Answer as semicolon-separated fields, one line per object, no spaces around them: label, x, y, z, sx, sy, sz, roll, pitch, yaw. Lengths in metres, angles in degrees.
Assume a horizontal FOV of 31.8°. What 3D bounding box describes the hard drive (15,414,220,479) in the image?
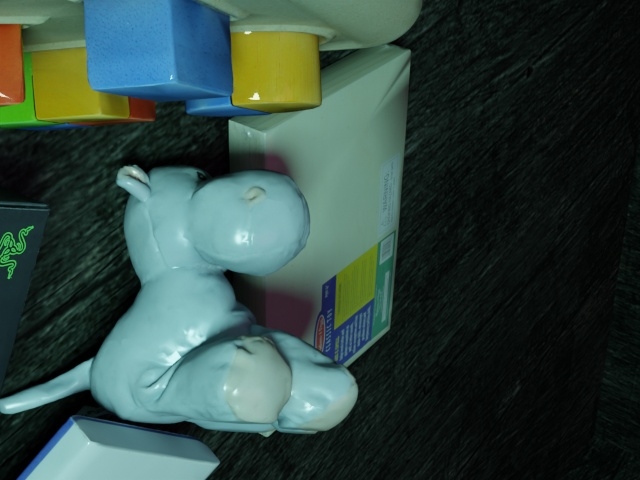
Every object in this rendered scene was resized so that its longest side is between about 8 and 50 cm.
hard drive;-0.253;0.295;1.003;0.319;0.040;0.210;-49;151;6

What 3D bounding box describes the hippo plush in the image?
hippo plush;-0.099;0.053;1.042;0.234;0.294;0.237;25;65;-61

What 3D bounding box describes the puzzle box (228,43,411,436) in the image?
puzzle box;0.000;0.000;1.310;0.272;0.052;0.409;-36;138;-44

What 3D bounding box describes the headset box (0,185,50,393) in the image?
headset box;-0.331;0.067;0.727;0.246;0.131;0.283;3;106;-60

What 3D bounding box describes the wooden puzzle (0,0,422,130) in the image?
wooden puzzle;-0.126;-0.111;0.673;0.322;0.347;0.081;-10;93;-76
